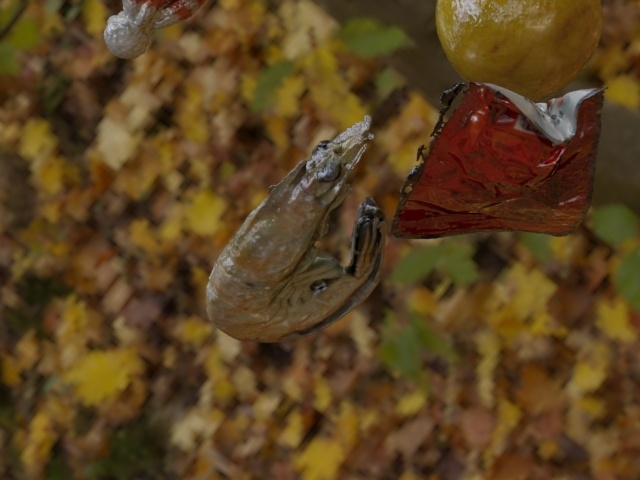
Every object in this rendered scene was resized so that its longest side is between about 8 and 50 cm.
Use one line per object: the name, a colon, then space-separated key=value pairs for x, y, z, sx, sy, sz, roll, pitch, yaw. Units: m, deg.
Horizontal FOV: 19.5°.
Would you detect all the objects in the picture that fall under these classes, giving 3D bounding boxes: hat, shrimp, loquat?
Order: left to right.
hat: x=-0.166 y=-0.256 z=1.915 sx=0.162 sy=0.112 sz=0.093 roll=-60 pitch=34 yaw=8
shrimp: x=0.000 y=0.000 z=1.300 sx=0.223 sy=0.126 sz=0.047 roll=-56 pitch=37 yaw=40
loquat: x=0.253 y=-0.296 z=2.355 sx=0.213 sy=0.213 sz=0.246 roll=-58 pitch=-21 yaw=-31

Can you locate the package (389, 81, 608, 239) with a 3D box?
package: x=0.180 y=-0.067 z=1.773 sx=0.269 sy=0.194 sz=0.071 roll=106 pitch=171 yaw=-53
